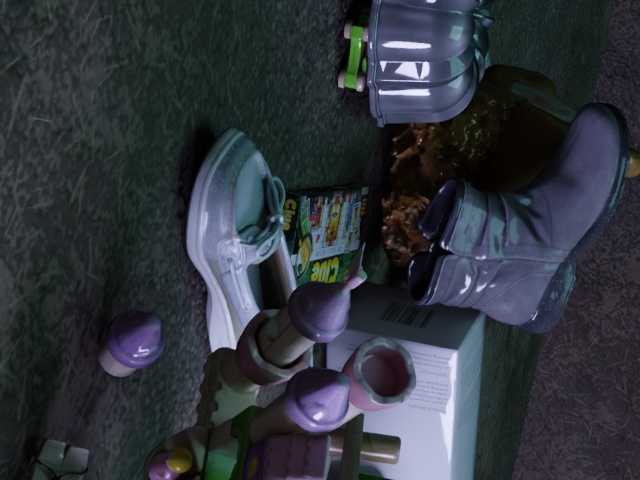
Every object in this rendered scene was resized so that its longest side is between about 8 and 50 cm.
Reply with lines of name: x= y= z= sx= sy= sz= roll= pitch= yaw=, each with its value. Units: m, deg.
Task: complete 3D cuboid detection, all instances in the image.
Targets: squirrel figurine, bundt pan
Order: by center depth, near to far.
bundt pan: x=0.155 y=-0.302 z=1.822 sx=0.331 sy=0.124 sz=0.330 roll=10 pitch=90 yaw=-77
squirrel figurine: x=0.217 y=-0.051 z=2.086 sx=0.397 sy=0.281 sz=0.370 roll=6 pitch=120 yaw=-42

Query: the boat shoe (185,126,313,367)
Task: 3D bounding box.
boat shoe: x=-0.066 y=0.021 z=1.471 sx=0.118 sy=0.103 sz=0.320 roll=-58 pitch=154 yaw=-45

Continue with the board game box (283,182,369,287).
board game box: x=0.000 y=0.000 z=1.773 sx=0.260 sy=0.030 sz=0.136 roll=-14 pitch=117 yaw=-70

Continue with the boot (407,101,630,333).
boot: x=0.261 y=-0.048 z=1.864 sx=0.118 sy=0.223 sz=0.338 roll=27 pitch=-82 yaw=64

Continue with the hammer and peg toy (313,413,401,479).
hammer and peg toy: x=0.027 y=0.362 z=1.779 sx=0.361 sy=0.127 sz=0.266 roll=-75 pitch=173 yaw=-76

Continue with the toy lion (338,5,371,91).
toy lion: x=0.052 y=-0.243 z=1.770 sx=0.096 sy=0.034 sz=0.100 roll=-44 pitch=143 yaw=-71

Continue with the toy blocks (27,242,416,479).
toy blocks: x=-0.056 y=0.170 z=1.169 sx=0.260 sy=0.309 sz=0.288 roll=-41 pitch=-145 yaw=53

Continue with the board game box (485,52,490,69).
board game box: x=0.261 y=-0.280 z=2.369 sx=0.090 sy=0.020 sz=0.090 roll=64 pitch=41 yaw=-62

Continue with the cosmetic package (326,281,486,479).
cosmetic package: x=0.116 y=0.265 z=2.006 sx=0.155 sy=0.197 sz=0.365 roll=-48 pitch=144 yaw=-57
